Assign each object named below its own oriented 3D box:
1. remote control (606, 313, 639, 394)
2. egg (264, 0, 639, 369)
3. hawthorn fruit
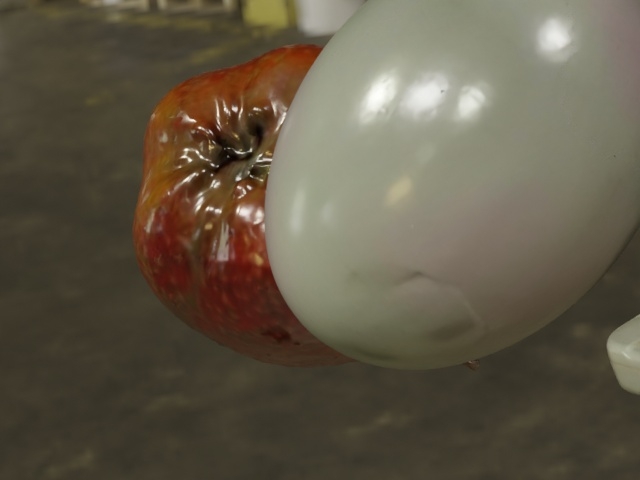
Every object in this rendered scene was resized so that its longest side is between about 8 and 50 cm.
[{"bbox_3d":[0.236,0.063,0.937,0.090,0.049,0.230,-25,15,-26],"label":"remote control"},{"bbox_3d":[0.042,-0.024,0.556,0.135,0.103,0.103,-51,27,-1],"label":"egg"},{"bbox_3d":[0.000,0.000,0.958,0.162,0.203,0.163,-10,60,17],"label":"hawthorn fruit"}]
